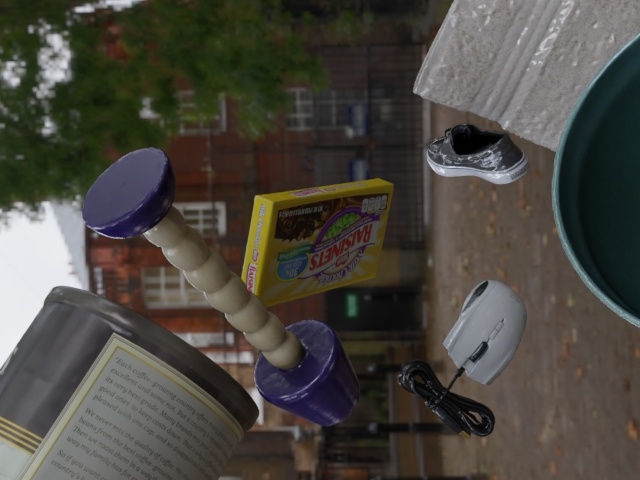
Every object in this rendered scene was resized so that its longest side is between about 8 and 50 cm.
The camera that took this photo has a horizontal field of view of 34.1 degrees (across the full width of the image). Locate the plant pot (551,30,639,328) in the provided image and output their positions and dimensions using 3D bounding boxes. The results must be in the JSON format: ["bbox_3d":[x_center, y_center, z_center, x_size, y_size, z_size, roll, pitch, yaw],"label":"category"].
[{"bbox_3d":[0.355,-0.026,0.805,0.196,0.293,0.293,34,-132,-47],"label":"plant pot"}]

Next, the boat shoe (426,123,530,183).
[{"bbox_3d":[0.218,-0.138,1.541,0.076,0.080,0.228,56,169,-24],"label":"boat shoe"}]

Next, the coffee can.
[{"bbox_3d":[-0.202,0.203,0.819,0.275,0.201,0.201,-59,-16,-22],"label":"coffee can"}]

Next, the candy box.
[{"bbox_3d":[0.000,0.000,1.008,0.206,0.027,0.105,-12,-60,-54],"label":"candy box"}]

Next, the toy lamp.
[{"bbox_3d":[-0.057,0.048,0.765,0.275,0.080,0.080,50,-151,-38],"label":"toy lamp"}]

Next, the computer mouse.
[{"bbox_3d":[0.157,0.101,1.031,0.193,0.106,0.042,-53,5,-39],"label":"computer mouse"}]

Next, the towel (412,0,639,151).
[{"bbox_3d":[0.227,-0.223,1.009,0.049,0.187,0.282,-73,6,-54],"label":"towel"}]
